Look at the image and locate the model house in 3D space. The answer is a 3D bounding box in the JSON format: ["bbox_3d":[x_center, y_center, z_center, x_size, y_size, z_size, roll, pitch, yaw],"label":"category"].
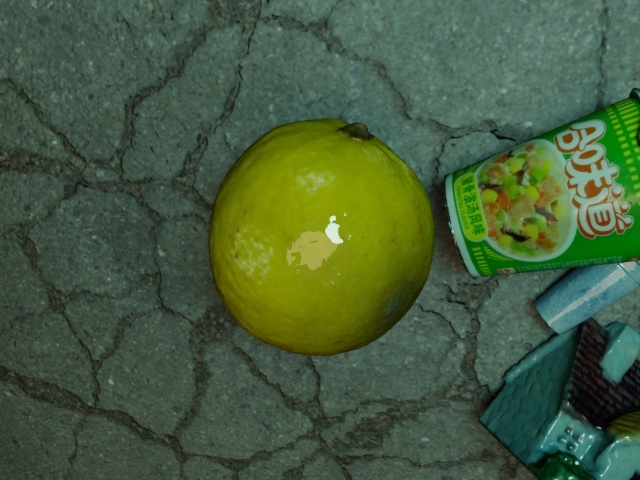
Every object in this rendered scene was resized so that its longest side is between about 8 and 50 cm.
[{"bbox_3d":[0.428,0.274,0.734,0.280,0.230,0.248,41,89,-8],"label":"model house"}]

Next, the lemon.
[{"bbox_3d":[-0.001,0.000,0.663,0.297,0.297,0.297,4,112,11],"label":"lemon"}]

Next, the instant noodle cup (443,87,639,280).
[{"bbox_3d":[0.282,-0.050,0.638,0.233,0.207,0.207,-15,107,26],"label":"instant noodle cup"}]

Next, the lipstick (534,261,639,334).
[{"bbox_3d":[0.416,0.024,0.699,0.068,0.061,0.274,44,114,-4],"label":"lipstick"}]
